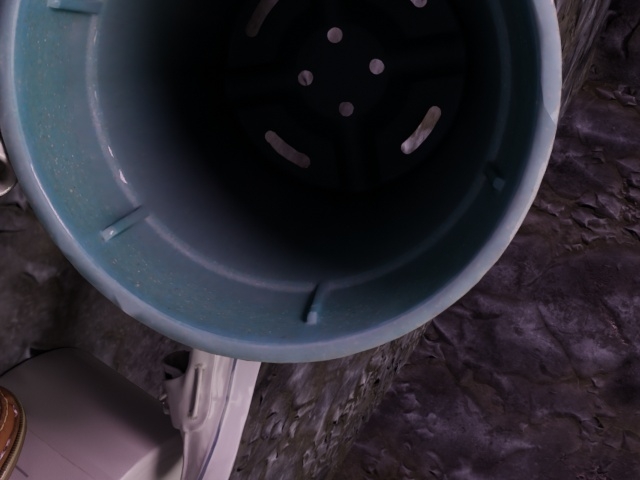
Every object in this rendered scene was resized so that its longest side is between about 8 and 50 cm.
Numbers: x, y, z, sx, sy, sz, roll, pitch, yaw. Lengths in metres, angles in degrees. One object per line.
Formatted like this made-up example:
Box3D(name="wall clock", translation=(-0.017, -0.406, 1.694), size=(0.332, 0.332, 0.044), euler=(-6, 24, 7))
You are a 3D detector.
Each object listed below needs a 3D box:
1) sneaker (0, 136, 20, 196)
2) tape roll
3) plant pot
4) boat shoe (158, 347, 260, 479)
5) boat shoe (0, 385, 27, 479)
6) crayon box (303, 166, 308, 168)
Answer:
Box3D(name="sneaker", translation=(-0.276, -0.050, 0.400), size=(0.258, 0.091, 0.094), euler=(-23, 137, -60))
Box3D(name="tape roll", translation=(-0.249, 0.254, 0.753), size=(0.246, 0.169, 0.246), euler=(-50, 157, -29))
Box3D(name="plant pot", translation=(-0.006, -0.126, 0.595), size=(0.334, 0.341, 0.341), euler=(-53, 166, -72))
Box3D(name="boat shoe", translation=(-0.102, 0.124, 0.673), size=(0.095, 0.084, 0.258), euler=(-118, -137, -81))
Box3D(name="boat shoe", translation=(-0.347, 0.205, 0.536), size=(0.307, 0.111, 0.104), euler=(-47, 156, -35))
Box3D(name="crayon box", translation=(0.000, 0.000, 0.967), size=(0.318, 0.202, 0.081), euler=(-29, 143, -55))
